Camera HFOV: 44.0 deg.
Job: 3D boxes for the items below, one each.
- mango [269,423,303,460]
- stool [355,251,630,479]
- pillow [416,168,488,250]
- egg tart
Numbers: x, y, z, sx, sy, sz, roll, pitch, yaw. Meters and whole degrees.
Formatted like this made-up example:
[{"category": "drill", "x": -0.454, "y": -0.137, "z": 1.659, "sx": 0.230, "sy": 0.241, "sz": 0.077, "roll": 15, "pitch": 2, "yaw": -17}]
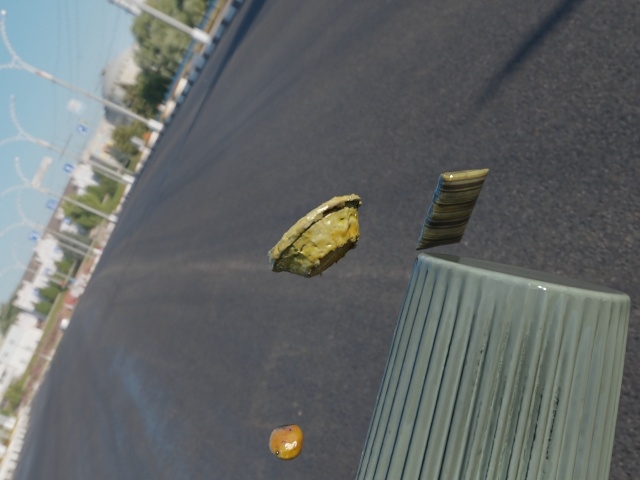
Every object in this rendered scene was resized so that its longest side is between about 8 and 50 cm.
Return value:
[{"category": "mango", "x": -0.077, "y": 0.456, "z": 1.807, "sx": 0.114, "sy": 0.080, "sz": 0.061, "roll": -71, "pitch": -22, "yaw": -69}, {"category": "stool", "x": 0.204, "y": 0.197, "z": 0.941, "sx": 0.297, "sy": 0.297, "sz": 0.330, "roll": -159, "pitch": 78, "yaw": -76}, {"category": "pillow", "x": 0.263, "y": -0.061, "z": 1.598, "sx": 0.203, "sy": 0.113, "sz": 0.038, "roll": 104, "pitch": 149, "yaw": -42}, {"category": "egg tart", "x": 0.001, "y": 0.001, "z": 1.426, "sx": 0.212, "sy": 0.090, "sz": 0.212, "roll": -37, "pitch": -9, "yaw": -7}]
